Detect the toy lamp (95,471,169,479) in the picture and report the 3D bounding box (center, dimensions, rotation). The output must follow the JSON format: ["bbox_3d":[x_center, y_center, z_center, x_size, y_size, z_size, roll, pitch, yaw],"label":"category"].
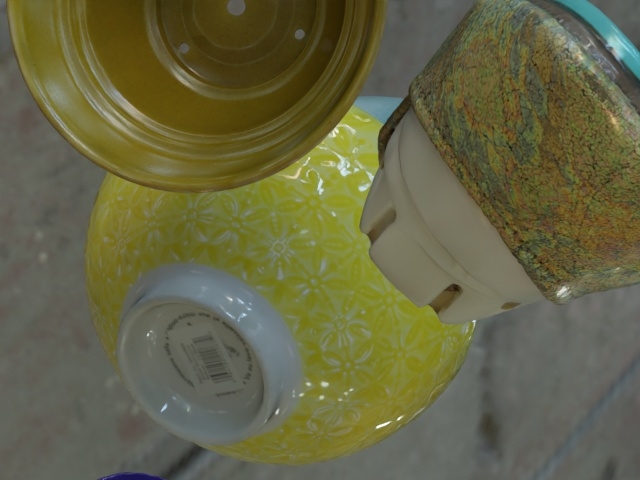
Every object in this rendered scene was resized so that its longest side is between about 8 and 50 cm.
[{"bbox_3d":[-0.133,0.163,0.733,0.080,0.080,0.274,-42,-178,-42],"label":"toy lamp"}]

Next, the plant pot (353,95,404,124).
[{"bbox_3d":[0.000,0.000,1.585,0.293,0.196,0.293,-45,146,-42],"label":"plant pot"}]

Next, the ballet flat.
[{"bbox_3d":[0.067,-0.021,0.722,0.348,0.123,0.123,-54,161,-86],"label":"ballet flat"}]

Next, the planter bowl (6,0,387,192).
[{"bbox_3d":[-0.058,-0.135,1.039,0.090,0.217,0.217,-7,114,-75],"label":"planter bowl"}]

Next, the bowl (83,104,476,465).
[{"bbox_3d":[-0.053,0.051,1.258,0.156,0.289,0.289,-50,147,-52],"label":"bowl"}]
